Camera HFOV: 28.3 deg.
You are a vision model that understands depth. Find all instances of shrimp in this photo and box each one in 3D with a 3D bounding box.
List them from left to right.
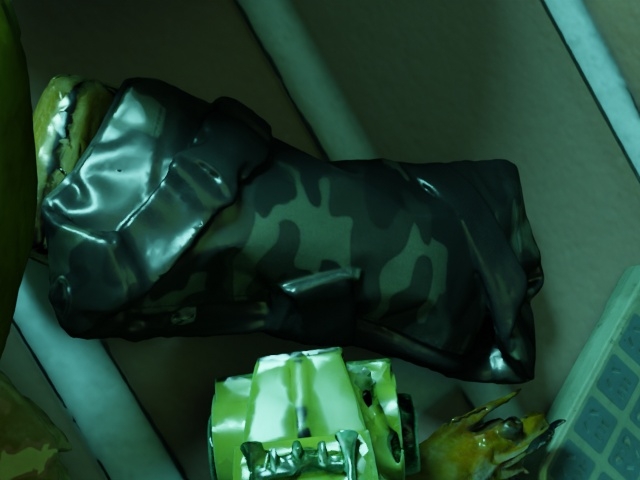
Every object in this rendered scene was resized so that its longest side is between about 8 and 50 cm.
[{"bbox_3d":[0.065,0.193,0.761,0.249,0.068,0.150,-46,113,-20],"label":"shrimp"}]

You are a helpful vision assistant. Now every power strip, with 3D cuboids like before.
[{"bbox_3d":[0.207,0.104,0.866,0.080,0.029,0.227,41,65,-15],"label":"power strip"}]

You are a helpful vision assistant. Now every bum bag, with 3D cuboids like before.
[{"bbox_3d":[0.000,0.000,0.736,0.340,0.095,0.144,9,74,-30],"label":"bum bag"}]

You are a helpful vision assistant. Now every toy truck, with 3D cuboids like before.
[{"bbox_3d":[0.004,0.167,0.633,0.128,0.135,0.260,-6,52,2],"label":"toy truck"}]

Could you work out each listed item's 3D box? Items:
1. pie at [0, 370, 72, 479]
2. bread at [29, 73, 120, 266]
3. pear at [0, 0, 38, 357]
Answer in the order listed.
[{"bbox_3d":[-0.251,0.152,0.532,0.339,0.083,0.340,11,52,-15],"label":"pie"},{"bbox_3d":[-0.136,-0.037,0.702,0.072,0.053,0.106,27,70,-46],"label":"bread"},{"bbox_3d":[-0.236,-0.047,0.459,0.269,0.269,0.321,-24,52,-29],"label":"pear"}]
